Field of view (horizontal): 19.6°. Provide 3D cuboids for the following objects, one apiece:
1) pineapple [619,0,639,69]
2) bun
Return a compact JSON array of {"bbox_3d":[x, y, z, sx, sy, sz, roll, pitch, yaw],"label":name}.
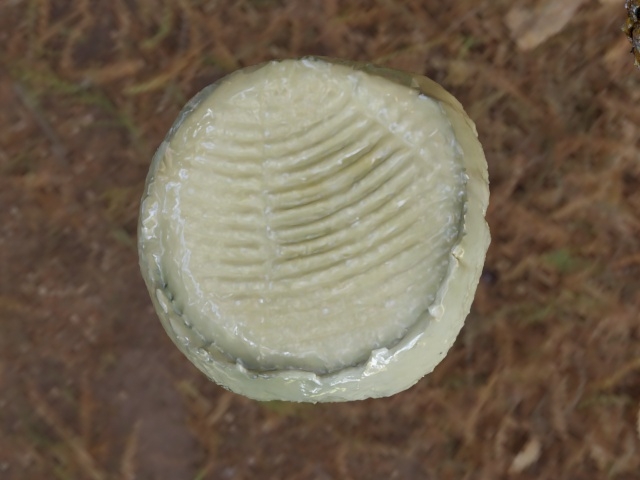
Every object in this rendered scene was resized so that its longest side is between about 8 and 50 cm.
[{"bbox_3d":[0.242,-0.138,0.980,0.103,0.083,0.221,35,149,-13],"label":"pineapple"},{"bbox_3d":[0.000,0.000,1.303,0.259,0.152,0.259,-3,78,14],"label":"bun"}]
